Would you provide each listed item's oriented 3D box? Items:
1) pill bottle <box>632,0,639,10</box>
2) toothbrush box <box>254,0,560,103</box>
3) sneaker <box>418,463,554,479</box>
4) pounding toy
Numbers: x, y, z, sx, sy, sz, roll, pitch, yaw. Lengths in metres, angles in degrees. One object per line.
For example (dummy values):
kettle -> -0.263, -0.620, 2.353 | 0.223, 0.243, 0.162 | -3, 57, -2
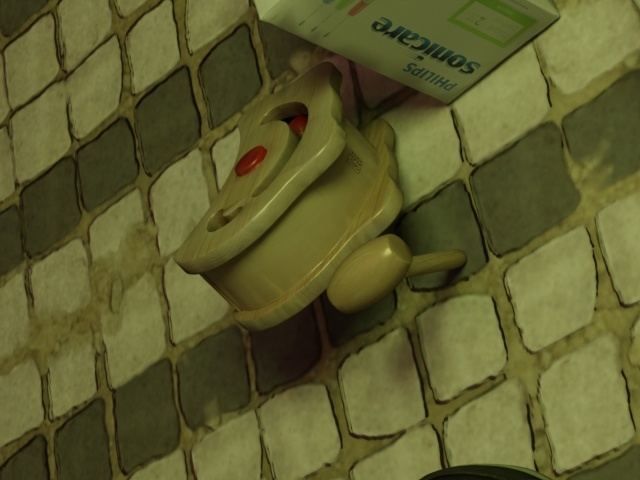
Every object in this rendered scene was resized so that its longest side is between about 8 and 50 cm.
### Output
pill bottle -> 0.329, -0.232, 0.987 | 0.318, 0.176, 0.176 | -35, 55, 32
toothbrush box -> 0.030, -0.267, 1.270 | 0.122, 0.206, 0.283 | -36, 54, 30
sneaker -> 0.115, 0.187, 1.104 | 0.222, 0.118, 0.083 | 12, 86, 46
pounding toy -> 0.000, 0.000, 1.261 | 0.154, 0.155, 0.269 | -38, 22, 17
